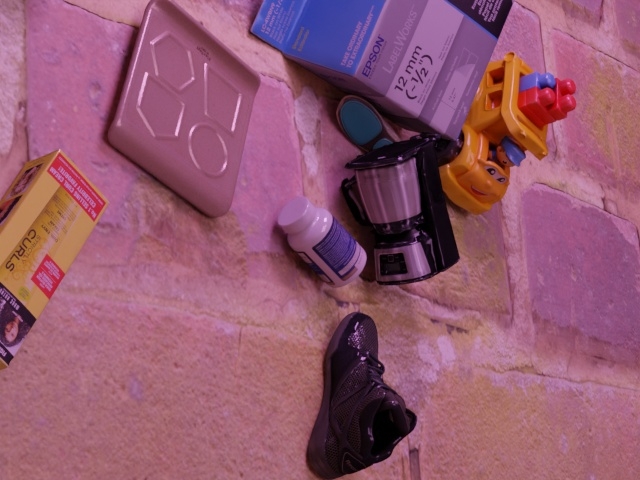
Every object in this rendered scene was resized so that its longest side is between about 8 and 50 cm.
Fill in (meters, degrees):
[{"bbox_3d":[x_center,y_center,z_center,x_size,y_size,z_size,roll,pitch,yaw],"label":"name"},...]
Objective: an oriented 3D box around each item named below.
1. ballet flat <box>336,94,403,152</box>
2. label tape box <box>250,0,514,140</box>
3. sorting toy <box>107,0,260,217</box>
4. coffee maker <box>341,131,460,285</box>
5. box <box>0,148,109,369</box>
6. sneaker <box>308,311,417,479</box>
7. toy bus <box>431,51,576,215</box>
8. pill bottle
[{"bbox_3d":[0.072,-0.154,1.869,0.168,0.057,0.052,46,16,-37],"label":"ballet flat"},{"bbox_3d":[0.098,-0.318,1.817,0.347,0.115,0.249,26,86,-45],"label":"label tape box"},{"bbox_3d":[-0.161,-0.157,1.574,0.193,0.038,0.208,38,53,-38],"label":"sorting toy"},{"bbox_3d":[0.128,-0.043,1.808,0.171,0.120,0.178,-21,105,-31],"label":"coffee maker"},{"bbox_3d":[-0.297,0.019,1.303,0.087,0.058,0.232,51,41,-26],"label":"box"},{"bbox_3d":[0.066,0.185,1.653,0.087,0.130,0.227,45,42,-35],"label":"sneaker"},{"bbox_3d":[0.284,-0.171,2.007,0.149,0.211,0.220,37,51,-40],"label":"toy bus"},{"bbox_3d":[0.000,0.000,1.689,0.120,0.067,0.067,47,44,-31],"label":"pill bottle"}]
